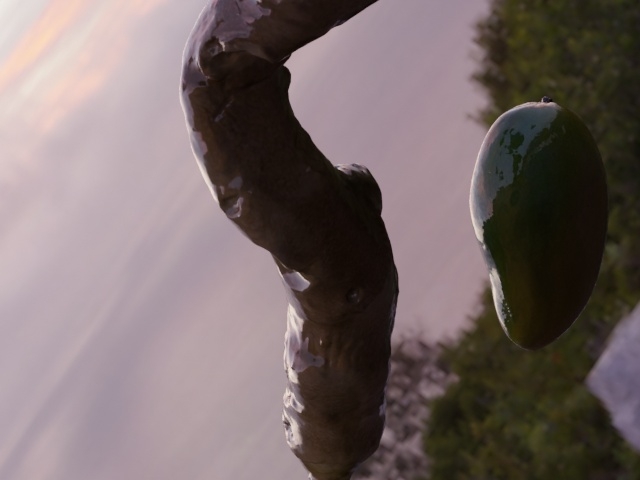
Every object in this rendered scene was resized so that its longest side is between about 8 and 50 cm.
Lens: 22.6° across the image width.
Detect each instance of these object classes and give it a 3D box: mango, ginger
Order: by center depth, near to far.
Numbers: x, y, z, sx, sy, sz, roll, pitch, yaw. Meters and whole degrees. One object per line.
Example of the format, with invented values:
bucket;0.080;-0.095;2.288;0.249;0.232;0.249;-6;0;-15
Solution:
ginger;0.000;0.000;0.601;0.288;0.075;0.089;83;-160;-46
mango;0.169;-0.017;1.228;0.122;0.085;0.191;-41;-47;-42
